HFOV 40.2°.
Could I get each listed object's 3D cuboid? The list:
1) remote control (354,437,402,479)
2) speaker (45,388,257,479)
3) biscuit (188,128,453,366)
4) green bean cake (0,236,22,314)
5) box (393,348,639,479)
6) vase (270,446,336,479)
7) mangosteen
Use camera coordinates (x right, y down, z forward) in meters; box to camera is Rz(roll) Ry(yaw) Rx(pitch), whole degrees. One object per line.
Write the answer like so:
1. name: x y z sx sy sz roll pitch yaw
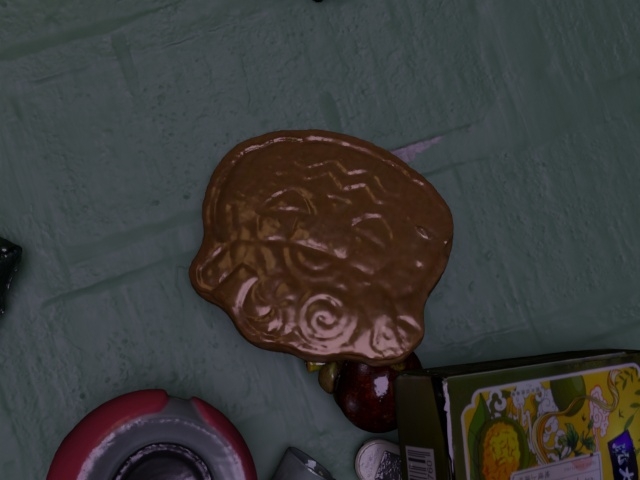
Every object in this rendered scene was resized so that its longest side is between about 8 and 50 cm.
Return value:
1. remote control: 0.158 0.376 1.379 0.221 0.042 0.078 21 85 -3
2. speaker: -0.227 0.360 1.230 0.294 0.294 0.294 0 86 -6
3. biscuit: 0.000 -0.001 1.315 0.385 0.062 0.365 15 68 7
4. green bean cake: -0.540 0.105 1.290 0.107 0.193 0.208 20 120 14
5. box: 0.319 0.360 1.278 0.420 0.138 0.373 -2 85 -29
6. vase: -0.074 0.431 1.329 0.096 0.096 0.219 36 86 -2
7. mangosteen: 0.073 0.209 1.348 0.146 0.181 0.156 1 106 -47
